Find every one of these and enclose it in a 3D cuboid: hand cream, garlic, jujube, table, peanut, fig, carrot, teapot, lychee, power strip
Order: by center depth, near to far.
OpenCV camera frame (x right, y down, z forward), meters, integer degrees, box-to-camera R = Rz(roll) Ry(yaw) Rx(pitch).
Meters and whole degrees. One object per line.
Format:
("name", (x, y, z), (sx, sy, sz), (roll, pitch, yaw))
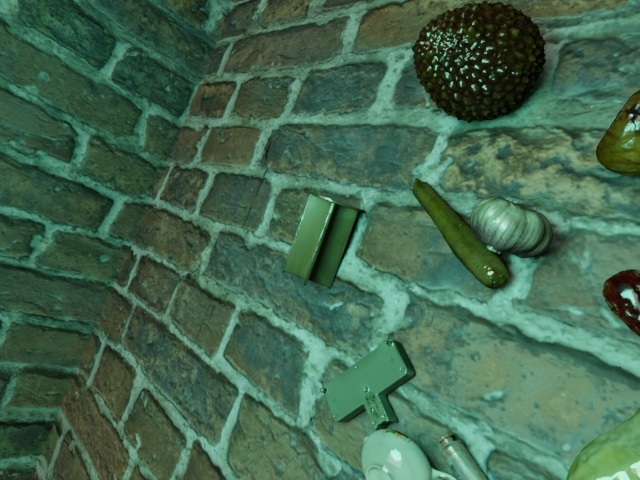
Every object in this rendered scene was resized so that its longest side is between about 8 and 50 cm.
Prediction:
("peanut", (0.451, 0.305, 0.554), (0.313, 0.149, 0.149), (-47, 47, 15))
("jujube", (0.499, 0.106, 0.644), (0.077, 0.077, 0.129), (-38, 60, 23))
("fig", (0.567, -0.157, 0.666), (0.134, 0.146, 0.201), (-30, 49, -28))
("hand cream", (0.278, 0.436, 0.719), (0.067, 0.043, 0.209), (-50, 51, 23))
("garlic", (0.351, -0.021, 0.779), (0.147, 0.159, 0.101), (29, 109, 33))
("teapot", (0.147, 0.433, 0.783), (0.226, 0.092, 0.145), (1, 105, 44))
("lychee", (0.319, -0.385, 0.890), (0.272, 0.271, 0.271), (-18, 60, 35))
("power strip", (0.108, 0.328, 0.899), (0.216, 0.061, 0.145), (-44, 48, 20))
("carrot", (0.285, -0.029, 0.900), (0.070, 0.070, 0.342), (-44, 43, 18))
("table", (0.000, 0.000, 1.090), (0.167, 0.167, 0.226), (25, 98, 45))
